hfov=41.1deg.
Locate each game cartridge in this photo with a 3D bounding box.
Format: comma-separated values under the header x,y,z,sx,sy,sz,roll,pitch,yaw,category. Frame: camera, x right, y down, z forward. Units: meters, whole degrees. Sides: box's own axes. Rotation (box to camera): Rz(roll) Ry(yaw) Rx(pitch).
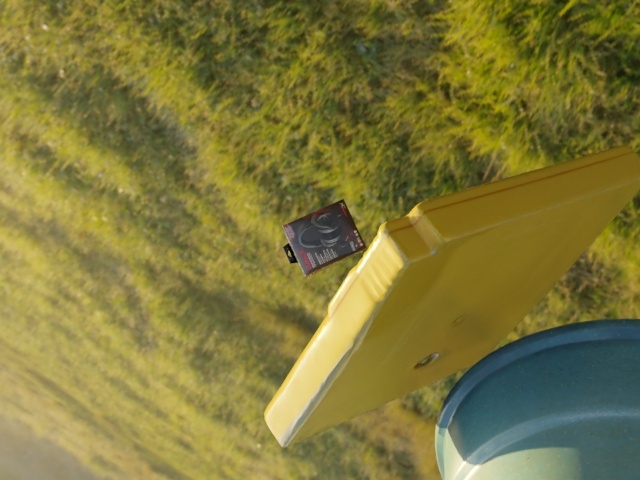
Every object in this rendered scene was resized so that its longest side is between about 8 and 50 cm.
x,y,z,sx,sy,sz,roll,pitch,yaw,category
0.116,0.054,0.784,0.052,0.285,0.323,56,142,25,game cartridge

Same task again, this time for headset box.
x,y,z,sx,sy,sz,roll,pitch,yaw,category
0.000,0.000,0.949,0.032,0.083,0.062,108,139,-80,headset box

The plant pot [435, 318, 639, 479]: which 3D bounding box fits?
x,y,z,sx,sy,sz,roll,pitch,yaw,category
0.241,0.298,0.658,0.341,0.334,0.341,8,128,10,plant pot
